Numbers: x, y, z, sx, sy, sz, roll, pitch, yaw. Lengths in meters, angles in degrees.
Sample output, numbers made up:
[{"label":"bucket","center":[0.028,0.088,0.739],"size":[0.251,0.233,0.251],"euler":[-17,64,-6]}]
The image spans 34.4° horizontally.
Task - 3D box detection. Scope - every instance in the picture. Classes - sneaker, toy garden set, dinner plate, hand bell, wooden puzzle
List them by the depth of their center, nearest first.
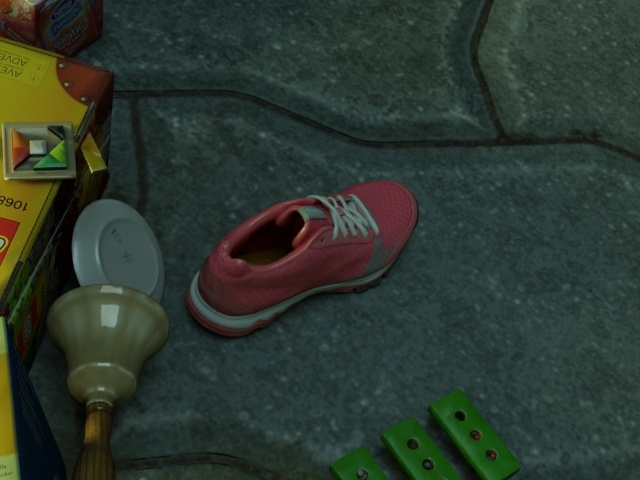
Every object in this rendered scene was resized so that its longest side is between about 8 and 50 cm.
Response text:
[{"label":"hand bell","center":[-0.210,0.171,0.973],"size":[0.126,0.126,0.242],"euler":[6,44,-10]},{"label":"wooden puzzle","center":[-0.270,-0.088,0.994],"size":[0.116,0.014,0.079],"euler":[-9,59,-20]},{"label":"toy garden set","center":[0.107,0.292,1.049],"size":[0.244,0.049,0.204],"euler":[-25,63,-28]},{"label":"dinner plate","center":[-0.211,0.021,1.114],"size":[0.141,0.017,0.141],"euler":[35,46,-46]},{"label":"sneaker","center":[0.000,0.001,1.164],"size":[0.313,0.136,0.116],"euler":[-27,68,-28]}]

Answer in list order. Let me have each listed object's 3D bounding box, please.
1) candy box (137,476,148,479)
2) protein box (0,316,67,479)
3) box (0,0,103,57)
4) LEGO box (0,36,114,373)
[{"label":"candy box","center":[-0.137,0.389,0.897],"size":[0.183,0.088,0.316],"euler":[-33,68,-27]},{"label":"protein box","center":[-0.282,0.212,0.819],"size":[0.135,0.200,0.201],"euler":[-15,41,-10]},{"label":"box","center":[-0.403,-0.345,1.301],"size":[0.257,0.128,0.122],"euler":[38,56,13]},{"label":"LEGO box","center":[-0.502,-0.053,1.038],"size":[0.499,0.193,0.373],"euler":[17,55,-3]}]
